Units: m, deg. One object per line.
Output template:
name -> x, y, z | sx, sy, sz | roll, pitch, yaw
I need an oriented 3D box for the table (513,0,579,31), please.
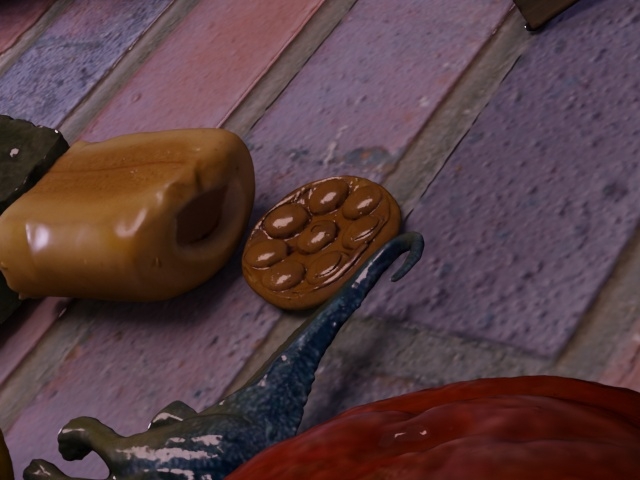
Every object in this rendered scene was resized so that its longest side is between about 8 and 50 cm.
table -> 0.198, -0.256, 0.858 | 0.226, 0.167, 0.167 | -33, 35, 16

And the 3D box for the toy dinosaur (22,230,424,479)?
toy dinosaur -> -0.072, 0.134, 0.674 | 0.147, 0.076, 0.363 | 15, 62, 35

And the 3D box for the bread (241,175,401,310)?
bread -> 0.000, 0.000, 0.809 | 0.110, 0.024, 0.110 | -20, 40, 18

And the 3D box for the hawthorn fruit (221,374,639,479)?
hawthorn fruit -> 0.020, 0.160, 0.424 | 0.271, 0.242, 0.242 | -6, 43, 13

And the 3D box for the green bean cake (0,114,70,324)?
green bean cake -> -0.274, -0.008, 0.968 | 0.185, 0.094, 0.183 | 12, 55, 45

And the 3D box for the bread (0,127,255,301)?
bread -> -0.126, -0.012, 0.866 | 0.173, 0.085, 0.134 | 1, 40, 42

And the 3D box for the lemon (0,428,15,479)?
lemon -> -0.280, 0.148, 0.664 | 0.245, 0.245, 0.320 | -47, 24, -17
